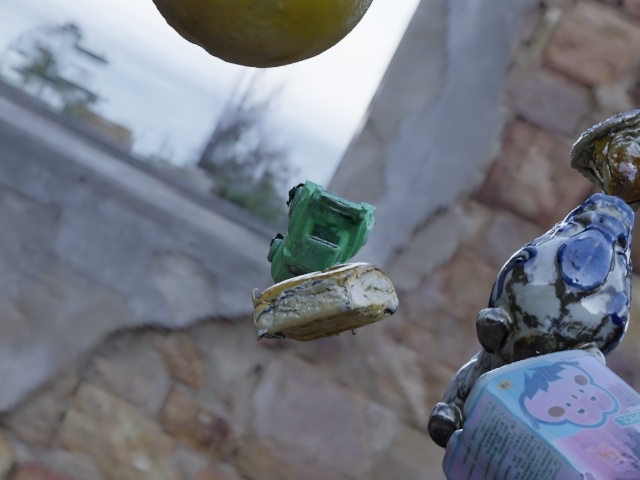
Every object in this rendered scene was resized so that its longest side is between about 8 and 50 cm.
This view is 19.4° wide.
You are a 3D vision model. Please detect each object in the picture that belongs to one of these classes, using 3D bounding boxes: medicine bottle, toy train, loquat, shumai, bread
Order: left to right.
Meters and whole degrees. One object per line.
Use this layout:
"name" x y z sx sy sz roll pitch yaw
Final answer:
"loquat" -0.050 -0.280 1.766 0.244 0.244 0.244 26 4 -2
"toy train" 0.000 0.000 1.972 0.099 0.149 0.081 22 27 -4
"bread" 0.001 0.046 1.411 0.106 0.053 0.072 -15 -17 37
"medicine bottle" 0.183 0.162 1.203 0.119 0.094 0.188 -10 40 -42
"shumai" 0.401 -0.096 2.452 0.145 0.145 0.116 22 46 -50

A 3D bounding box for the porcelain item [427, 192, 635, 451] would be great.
"porcelain item" 0.199 0.096 1.695 0.138 0.288 0.186 22 42 9
